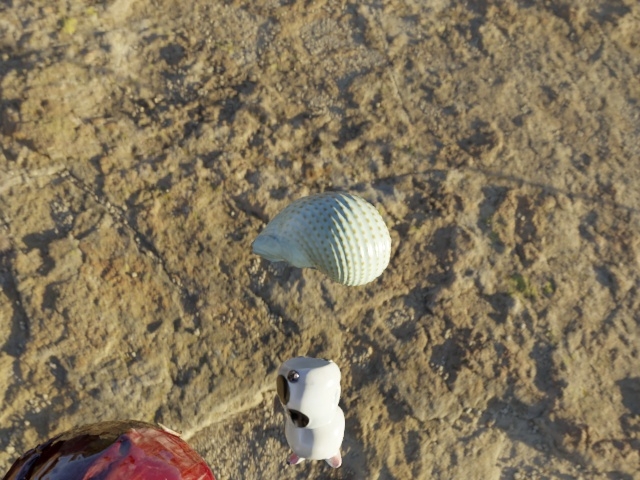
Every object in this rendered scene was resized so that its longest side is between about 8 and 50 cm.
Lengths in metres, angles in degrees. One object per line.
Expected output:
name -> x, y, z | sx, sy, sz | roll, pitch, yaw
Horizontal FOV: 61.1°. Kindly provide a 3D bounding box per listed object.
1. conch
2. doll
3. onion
conch -> 0.008, -0.014, 1.311 | 0.319, 0.303, 0.215 | 20, 79, -14
doll -> -0.015, 0.283, 0.917 | 0.110, 0.181, 0.107 | -2, 17, 29
onion -> -0.216, 0.309, 0.542 | 0.221, 0.281, 0.281 | 39, 59, 15
